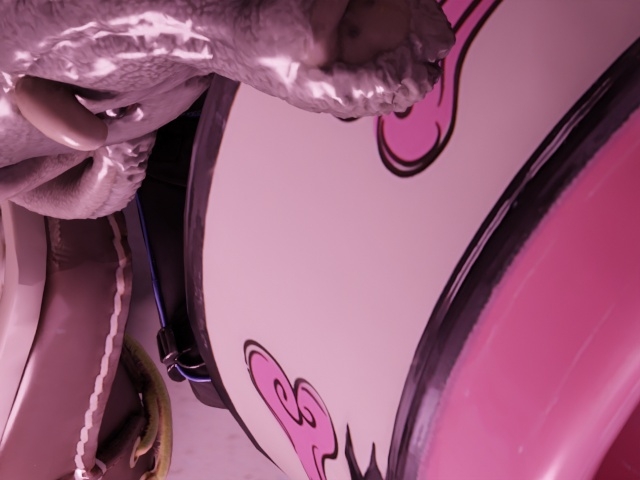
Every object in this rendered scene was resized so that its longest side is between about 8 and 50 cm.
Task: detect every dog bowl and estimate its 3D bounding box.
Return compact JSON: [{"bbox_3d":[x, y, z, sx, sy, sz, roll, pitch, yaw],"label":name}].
[{"bbox_3d":[0.175,0.000,0.570,0.408,0.150,0.408,-16,138,-15],"label":"dog bowl"}]

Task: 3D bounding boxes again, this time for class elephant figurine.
[{"bbox_3d":[-0.097,-0.063,0.501,0.239,0.186,0.169,8,135,-5],"label":"elephant figurine"}]

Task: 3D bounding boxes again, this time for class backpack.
[{"bbox_3d":[0.000,0.000,0.676,0.114,0.105,0.084,-14,163,5],"label":"backpack"}]

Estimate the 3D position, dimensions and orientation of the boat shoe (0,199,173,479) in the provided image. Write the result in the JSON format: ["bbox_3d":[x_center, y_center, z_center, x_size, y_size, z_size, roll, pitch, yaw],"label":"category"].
[{"bbox_3d":[-0.112,0.076,0.746,0.096,0.117,0.324,3,144,-19],"label":"boat shoe"}]
